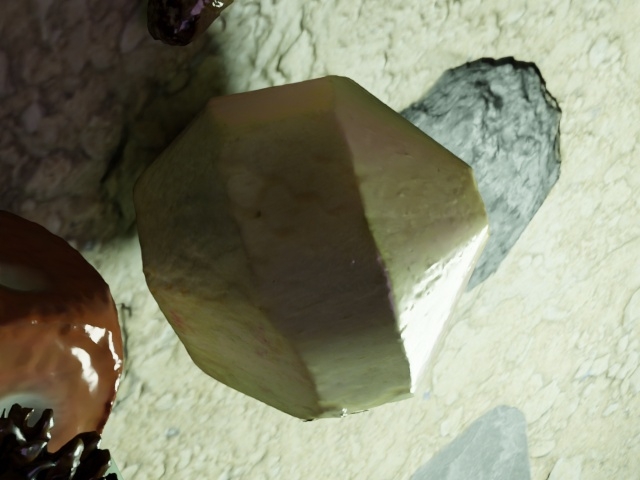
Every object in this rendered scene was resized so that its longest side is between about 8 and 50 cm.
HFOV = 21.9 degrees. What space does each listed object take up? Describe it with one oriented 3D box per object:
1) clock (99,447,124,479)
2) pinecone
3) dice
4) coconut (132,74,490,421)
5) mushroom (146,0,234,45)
[{"bbox_3d":[-0.298,0.261,1.158,0.324,0.108,0.265,-4,150,-47],"label":"clock"},{"bbox_3d":[-0.175,0.171,0.952,0.174,0.173,0.173,-29,139,-29],"label":"pinecone"},{"bbox_3d":[-0.245,0.073,1.065,0.175,0.179,0.174,3,119,-44],"label":"dice"},{"bbox_3d":[0.000,0.000,1.200,0.259,0.259,0.259,-29,139,-29],"label":"coconut"},{"bbox_3d":[-0.031,-0.214,1.123,0.227,0.148,0.217,11,130,-42],"label":"mushroom"}]
